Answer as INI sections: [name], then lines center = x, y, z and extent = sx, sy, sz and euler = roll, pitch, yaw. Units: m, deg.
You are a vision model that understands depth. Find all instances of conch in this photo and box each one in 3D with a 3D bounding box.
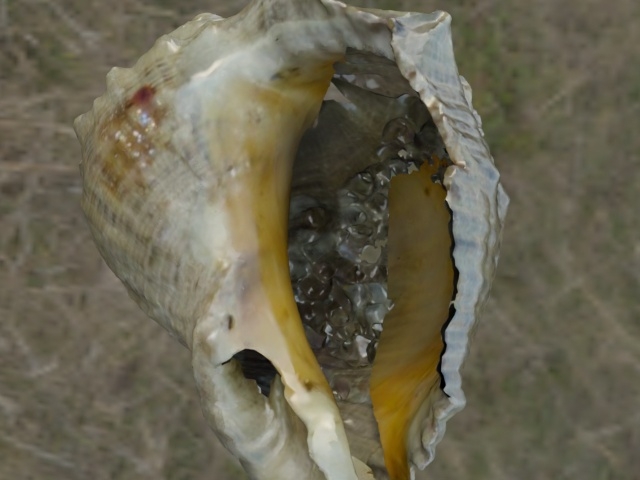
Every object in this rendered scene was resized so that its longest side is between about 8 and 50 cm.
[conch]
center = 0.000, 0.000, 0.768
extent = 0.163, 0.178, 0.245
euler = -5, 60, -21
